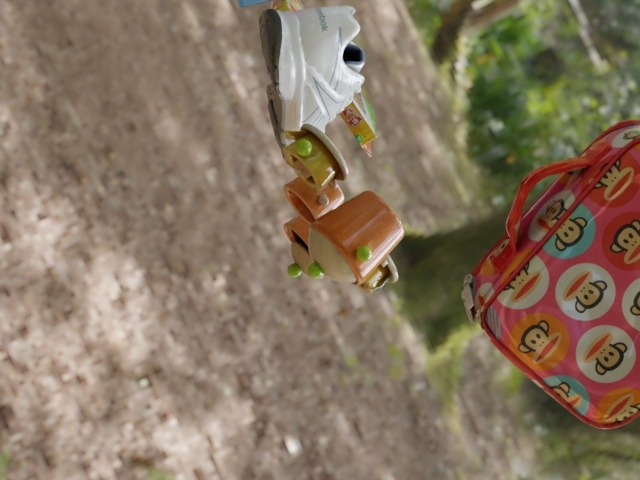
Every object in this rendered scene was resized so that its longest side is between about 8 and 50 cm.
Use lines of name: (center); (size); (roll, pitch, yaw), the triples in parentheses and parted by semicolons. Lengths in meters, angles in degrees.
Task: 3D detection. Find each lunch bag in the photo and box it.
lunch bag: (0.301, 0.025, 1.756); (0.258, 0.293, 0.120); (41, 9, -15)

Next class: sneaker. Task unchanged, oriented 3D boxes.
sneaker: (-0.004, -0.190, 2.125); (0.297, 0.129, 0.111); (90, -14, -62)

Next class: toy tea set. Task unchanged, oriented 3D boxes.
toy tea set: (0.000, 0.000, 2.119); (0.200, 0.124, 0.336); (47, -14, 16)

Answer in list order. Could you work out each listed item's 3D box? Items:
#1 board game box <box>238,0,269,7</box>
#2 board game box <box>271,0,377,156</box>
board game box: (-0.086, -0.478, 2.079); (0.308, 0.086, 0.302); (-83, 160, -68)
board game box: (0.011, -0.246, 2.415); (0.259, 0.039, 0.124); (57, 12, -20)
